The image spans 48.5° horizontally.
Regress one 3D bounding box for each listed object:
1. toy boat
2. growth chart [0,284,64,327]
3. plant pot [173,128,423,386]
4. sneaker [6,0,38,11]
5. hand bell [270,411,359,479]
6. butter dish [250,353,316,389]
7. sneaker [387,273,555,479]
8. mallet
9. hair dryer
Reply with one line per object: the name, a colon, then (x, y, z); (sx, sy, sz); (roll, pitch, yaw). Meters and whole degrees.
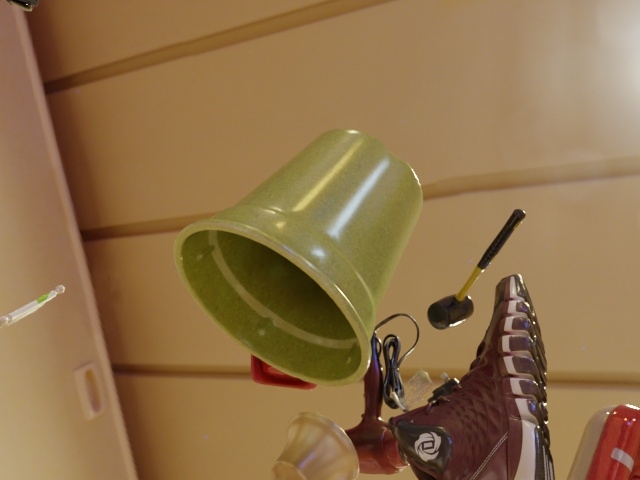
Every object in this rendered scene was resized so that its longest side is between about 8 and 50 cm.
toy boat: (0.347, 0.294, 0.744); (0.151, 0.231, 0.151); (-3, -43, 48)
growth chart: (-0.567, 0.155, 1.210); (0.237, 0.172, 0.021); (-27, -84, 22)
plant pot: (0.000, 0.000, 0.913); (0.276, 0.254, 0.276); (25, -35, 19)
sneaker: (-0.428, -0.313, 0.855); (0.163, 0.226, 0.086); (20, -42, -23)
hand bell: (-0.065, 0.341, 0.929); (0.126, 0.242, 0.126); (16, -61, 31)
butter dish: (-0.038, 0.186, 1.313); (0.118, 0.159, 0.160); (-21, -118, 46)
sneaker: (0.151, 0.155, 0.751); (0.162, 0.281, 0.106); (-11, -49, 23)
mallet: (0.188, 0.039, 0.868); (0.039, 0.062, 0.190); (47, -43, 26)
hair dryer: (0.097, 0.284, 1.190); (0.293, 0.080, 0.223); (-44, -143, 4)
